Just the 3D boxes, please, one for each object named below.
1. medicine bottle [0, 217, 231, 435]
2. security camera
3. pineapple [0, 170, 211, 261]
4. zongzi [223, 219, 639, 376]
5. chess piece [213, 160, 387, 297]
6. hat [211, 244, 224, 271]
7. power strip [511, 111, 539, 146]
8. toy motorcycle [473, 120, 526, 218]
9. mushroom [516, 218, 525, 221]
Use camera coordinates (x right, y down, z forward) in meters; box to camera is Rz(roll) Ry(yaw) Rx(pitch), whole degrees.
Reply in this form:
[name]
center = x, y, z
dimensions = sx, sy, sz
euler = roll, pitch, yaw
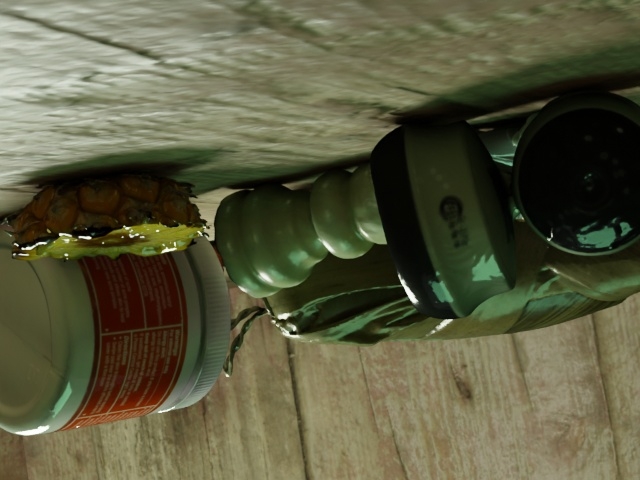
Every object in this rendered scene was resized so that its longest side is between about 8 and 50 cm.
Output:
[medicine bottle]
center = -0.273, 0.093, 1.874
dimensions = 0.241, 0.252, 0.252
euler = -4, 174, -43
[security camera]
center = 0.204, -0.046, 1.513
dimensions = 0.277, 0.197, 0.191
euler = -16, -176, 11
[pineapple]
center = -0.215, -0.025, 1.604
dimensions = 0.225, 0.076, 0.225
euler = -9, 173, -1
[zongzi]
center = 0.135, 0.024, 1.917
dimensions = 0.500, 0.218, 0.467
euler = -9, 179, -22
[chess piece]
center = 0.009, -0.026, 1.826
dimensions = 0.243, 0.133, 0.133
euler = -18, 172, 31
[hat]
center = -0.191, 0.047, 2.656
dimensions = 0.094, 0.112, 0.162
euler = 18, -167, 13
[power strip]
center = 0.238, -0.110, 1.614
dimensions = 0.083, 0.055, 0.035
euler = -28, -172, 11
[toy motorcycle]
center = 0.213, -0.085, 1.671
dimensions = 0.254, 0.112, 0.112
euler = -7, 176, -3
[mushroom]
center = 0.219, -0.071, 1.875
dimensions = 0.126, 0.085, 0.109
euler = -20, -147, -24
